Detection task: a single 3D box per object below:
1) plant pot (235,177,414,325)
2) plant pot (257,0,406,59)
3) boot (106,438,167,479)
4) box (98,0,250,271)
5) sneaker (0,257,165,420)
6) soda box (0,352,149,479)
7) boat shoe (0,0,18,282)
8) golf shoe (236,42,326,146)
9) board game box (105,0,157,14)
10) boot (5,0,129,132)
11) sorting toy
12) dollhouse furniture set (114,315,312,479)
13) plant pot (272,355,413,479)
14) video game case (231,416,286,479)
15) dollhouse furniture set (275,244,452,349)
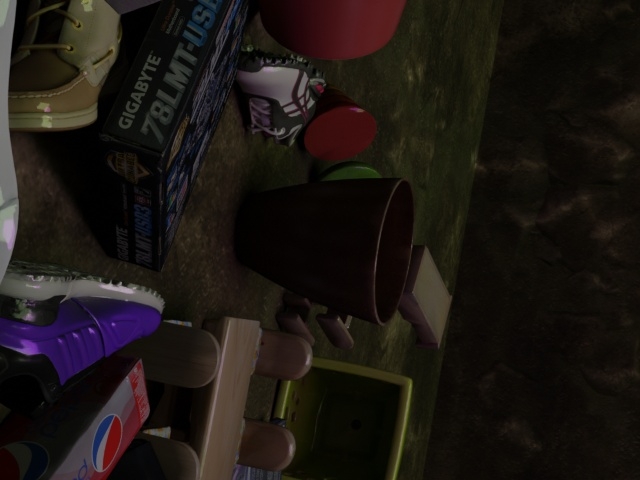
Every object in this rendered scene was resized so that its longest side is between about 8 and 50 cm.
[{"bbox_3d":[0.000,0.000,1.593,0.215,0.230,0.216,9,90,-73],"label":"plant pot"},{"bbox_3d":[0.021,-0.395,1.452,0.243,0.274,0.275,95,15,-45],"label":"plant pot"},{"bbox_3d":[-0.153,0.302,1.147,0.207,0.246,0.094,66,12,8],"label":"boot"},{"bbox_3d":[-0.149,-0.152,1.158,0.293,0.073,0.296,109,-1,-66],"label":"box"},{"bbox_3d":[-0.261,0.099,1.059,0.293,0.102,0.146,18,86,-68],"label":"sneaker"},{"bbox_3d":[-0.270,0.220,1.077,0.263,0.092,0.084,-58,150,-50],"label":"soda box"},{"bbox_3d":[-0.296,-0.089,0.822,0.102,0.108,0.301,-7,106,-55],"label":"boat shoe"},{"bbox_3d":[-0.062,-0.201,1.519,0.273,0.105,0.120,10,96,-72],"label":"golf shoe"},{"bbox_3d":[-0.189,-0.403,0.850,0.318,0.065,0.318,42,55,-38],"label":"board game box"},{"bbox_3d":[-0.230,-0.210,0.950,0.262,0.095,0.204,-68,162,-67],"label":"boot"},{"bbox_3d":[0.033,-0.143,1.903,0.366,0.127,0.126,80,-4,-53],"label":"sorting toy"},{"bbox_3d":[-0.104,0.298,1.370,0.362,0.256,0.394,22,78,-73],"label":"dollhouse furniture set"},{"bbox_3d":[0.046,0.333,1.937,0.207,0.228,0.227,40,62,-76],"label":"plant pot"},{"bbox_3d":[-0.128,0.412,1.713,0.274,0.026,0.196,-20,118,-65],"label":"video game case"},{"bbox_3d":[0.081,0.094,1.869,0.161,0.242,0.212,59,40,-45],"label":"dollhouse furniture set"}]
